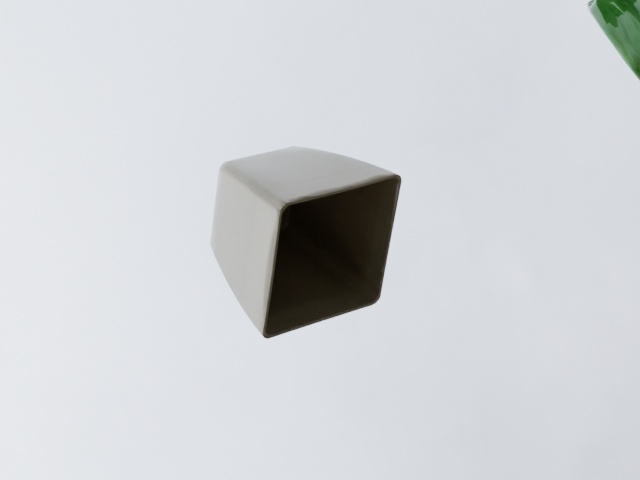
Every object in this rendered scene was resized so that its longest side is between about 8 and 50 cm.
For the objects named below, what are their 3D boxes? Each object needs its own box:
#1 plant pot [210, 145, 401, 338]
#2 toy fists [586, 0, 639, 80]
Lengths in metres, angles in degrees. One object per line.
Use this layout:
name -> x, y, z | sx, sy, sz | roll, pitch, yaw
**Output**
plant pot -> -0.021, -0.010, 1.066 | 0.109, 0.096, 0.109 | -16, -52, -37
toy fists -> 0.148, -0.154, 0.585 | 0.142, 0.279, 0.096 | -39, -25, 16
